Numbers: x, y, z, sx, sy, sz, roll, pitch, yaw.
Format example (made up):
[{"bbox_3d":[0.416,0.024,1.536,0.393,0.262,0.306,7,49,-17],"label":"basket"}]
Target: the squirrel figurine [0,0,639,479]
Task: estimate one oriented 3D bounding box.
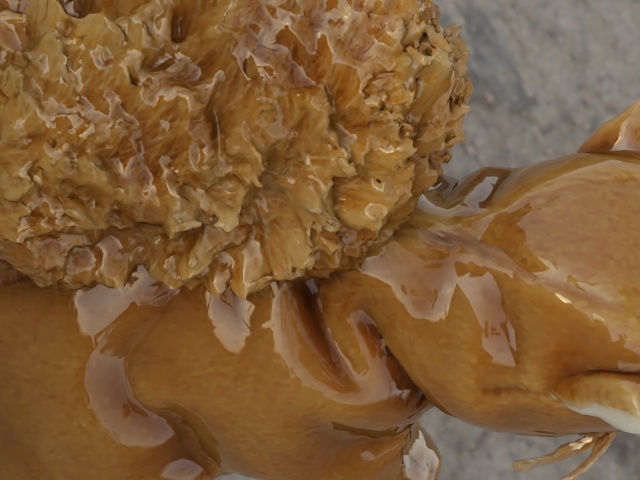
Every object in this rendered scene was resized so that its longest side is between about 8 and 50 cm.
[{"bbox_3d":[0.000,0.000,0.784,0.397,0.370,0.281,61,39,-47],"label":"squirrel figurine"}]
